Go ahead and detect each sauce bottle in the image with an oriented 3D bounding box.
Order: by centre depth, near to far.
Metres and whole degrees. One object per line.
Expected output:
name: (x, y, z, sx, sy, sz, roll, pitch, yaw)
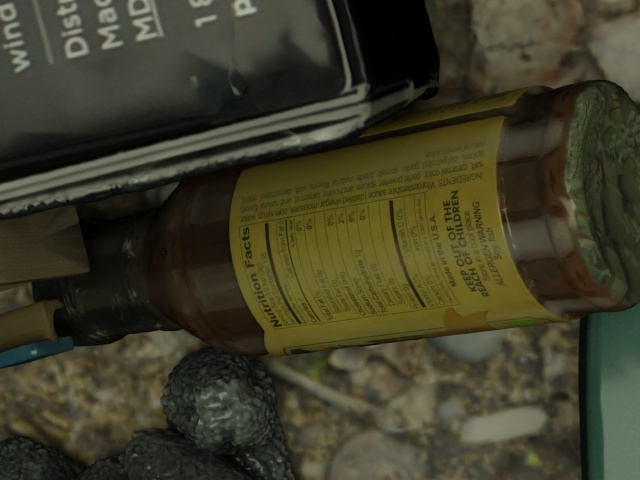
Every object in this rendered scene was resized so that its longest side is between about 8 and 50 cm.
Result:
sauce bottle: (0.000, 0.000, 0.871, 0.344, 0.111, 0.111, -8, 98, 37)

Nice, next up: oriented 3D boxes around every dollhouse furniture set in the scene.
dollhouse furniture set: (-0.220, 0.069, 0.894, 0.183, 0.129, 0.129, -17, 85, 32)

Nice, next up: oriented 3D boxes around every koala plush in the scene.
koala plush: (-0.090, 0.190, 0.905, 0.196, 0.221, 0.203, -26, 94, 8)

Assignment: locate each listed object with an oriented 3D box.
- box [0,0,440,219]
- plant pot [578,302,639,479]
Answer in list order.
box: (-0.216, -0.141, 0.743, 0.471, 0.480, 0.297, -14, 95, 7)
plant pot: (0.208, 0.060, 0.891, 0.165, 0.165, 0.234, -6, 88, 7)
